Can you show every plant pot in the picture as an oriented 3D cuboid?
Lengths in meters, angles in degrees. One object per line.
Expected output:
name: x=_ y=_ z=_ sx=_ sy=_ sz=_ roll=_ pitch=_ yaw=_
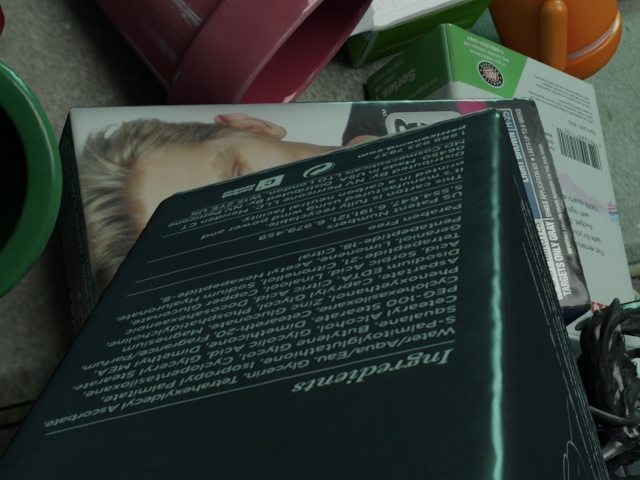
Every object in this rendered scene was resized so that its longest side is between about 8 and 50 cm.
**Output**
plant pot: x=-0.080 y=-0.193 z=0.926 sx=0.180 sy=0.201 sz=0.201 roll=41 pitch=44 yaw=4

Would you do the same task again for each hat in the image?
hat: x=-0.242 y=-0.043 z=0.803 sx=0.208 sy=0.183 sz=0.173 roll=-45 pitch=94 yaw=-4

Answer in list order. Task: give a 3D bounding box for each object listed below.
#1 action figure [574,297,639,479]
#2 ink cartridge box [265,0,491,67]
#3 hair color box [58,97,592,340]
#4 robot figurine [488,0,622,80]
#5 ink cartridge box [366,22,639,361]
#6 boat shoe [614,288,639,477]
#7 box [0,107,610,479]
action figure: x=0.244 y=0.111 z=0.876 sx=0.276 sy=0.141 sz=0.164 roll=-20 pitch=112 yaw=-69
ink cartridge box: x=0.002 y=-0.252 z=1.101 sx=0.255 sy=0.097 sz=0.188 roll=-21 pitch=81 yaw=-12
hair color box: x=0.000 y=0.000 z=0.856 sx=0.347 sy=0.105 sz=0.173 roll=-4 pitch=69 yaw=-20
robot figurine: x=0.233 y=-0.248 z=1.246 sx=0.128 sy=0.158 sz=0.219 roll=-36 pitch=127 yaw=-8
ink cartridge box: x=0.161 y=-0.025 z=1.088 sx=0.201 sy=0.117 sz=0.278 roll=15 pitch=59 yaw=-36
boat shoe: x=0.283 y=0.147 z=1.114 sx=0.094 sy=0.109 sz=0.302 roll=23 pitch=51 yaw=-34
box: x=0.025 y=0.155 z=0.569 sx=0.395 sy=0.212 sz=0.293 roll=-74 pitch=146 yaw=-65
